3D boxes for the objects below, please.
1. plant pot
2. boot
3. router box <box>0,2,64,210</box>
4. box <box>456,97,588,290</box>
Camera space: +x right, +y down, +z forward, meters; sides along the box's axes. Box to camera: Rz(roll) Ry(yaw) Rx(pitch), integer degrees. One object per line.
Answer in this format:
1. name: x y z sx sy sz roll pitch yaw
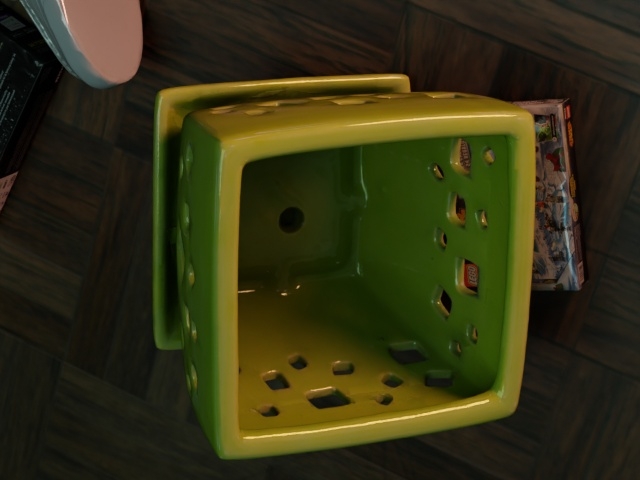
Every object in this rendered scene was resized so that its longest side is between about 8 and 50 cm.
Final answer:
1. plant pot: 0.000 0.000 1.370 0.207 0.227 0.228 -142 49 -61
2. boot: -0.232 -0.222 1.513 0.123 0.095 0.258 -22 87 36
3. router box: -0.293 -0.110 1.595 0.133 0.046 0.179 36 118 12
4. box: 0.138 -0.032 1.420 0.094 0.027 0.137 -1 106 25
